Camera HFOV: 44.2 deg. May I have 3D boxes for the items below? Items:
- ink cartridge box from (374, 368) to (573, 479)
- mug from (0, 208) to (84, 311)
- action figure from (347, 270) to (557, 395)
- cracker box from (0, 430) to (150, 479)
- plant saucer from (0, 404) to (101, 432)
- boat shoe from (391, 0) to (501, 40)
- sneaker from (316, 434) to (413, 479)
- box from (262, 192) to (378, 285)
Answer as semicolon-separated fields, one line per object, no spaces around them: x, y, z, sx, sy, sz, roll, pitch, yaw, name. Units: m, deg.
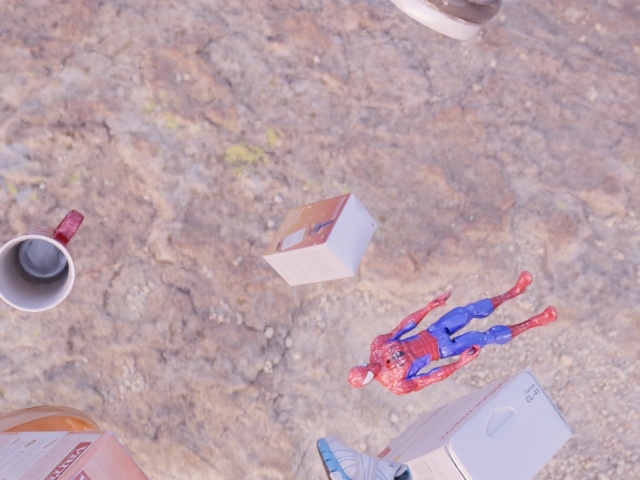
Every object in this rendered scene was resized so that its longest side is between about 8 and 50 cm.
0.213;0.350;1.260;0.226;0.306;0.131;-31;83;-36;ink cartridge box
-0.411;0.027;1.202;0.150;0.169;0.113;-26;104;-9;mug
0.065;0.049;0.403;0.115;0.030;0.038;-22;68;-16;action figure
-0.183;0.219;0.584;0.067;0.232;0.156;-46;110;-39;cracker box
-0.327;0.244;0.827;0.200;0.200;0.037;-31;56;-24;plant saucer
0.102;-0.268;0.630;0.112;0.096;0.335;23;34;-17;boat shoe
0.057;0.267;0.874;0.082;0.071;0.190;-27;23;-11;sneaker
0.000;0.000;1.465;0.091;0.170;0.130;48;51;-27;box
